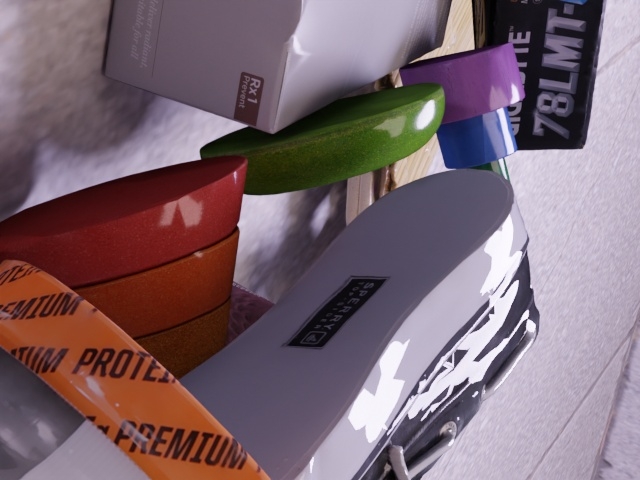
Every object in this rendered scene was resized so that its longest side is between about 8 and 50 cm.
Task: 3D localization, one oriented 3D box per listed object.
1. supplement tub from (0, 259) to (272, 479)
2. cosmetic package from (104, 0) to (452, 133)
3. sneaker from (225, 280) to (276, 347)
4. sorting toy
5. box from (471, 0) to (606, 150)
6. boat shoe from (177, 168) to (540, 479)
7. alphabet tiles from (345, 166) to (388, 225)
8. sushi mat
[{"bbox_3d":[-0.152,0.165,0.471,0.316,0.193,0.193,-45,154,-16],"label":"supplement tub"},{"bbox_3d":[-0.006,-0.148,0.861,0.238,0.107,0.127,-28,134,-60],"label":"cosmetic package"},{"bbox_3d":[-0.060,0.080,0.824,0.281,0.162,0.106,-34,140,-62],"label":"sneaker"},{"bbox_3d":[0.000,0.000,0.831,0.365,0.127,0.126,-26,104,-48],"label":"sorting toy"},{"bbox_3d":[0.126,-0.256,1.001,0.295,0.073,0.293,88,0,-51],"label":"box"},{"bbox_3d":[-0.001,0.089,0.706,0.306,0.113,0.105,-47,126,-43],"label":"boat shoe"},{"bbox_3d":[0.030,0.067,1.188,0.278,0.021,0.284,-49,143,-76],"label":"alphabet tiles"},{"bbox_3d":[0.091,-0.150,1.193,0.316,0.019,0.151,-63,159,-45],"label":"sushi mat"}]
